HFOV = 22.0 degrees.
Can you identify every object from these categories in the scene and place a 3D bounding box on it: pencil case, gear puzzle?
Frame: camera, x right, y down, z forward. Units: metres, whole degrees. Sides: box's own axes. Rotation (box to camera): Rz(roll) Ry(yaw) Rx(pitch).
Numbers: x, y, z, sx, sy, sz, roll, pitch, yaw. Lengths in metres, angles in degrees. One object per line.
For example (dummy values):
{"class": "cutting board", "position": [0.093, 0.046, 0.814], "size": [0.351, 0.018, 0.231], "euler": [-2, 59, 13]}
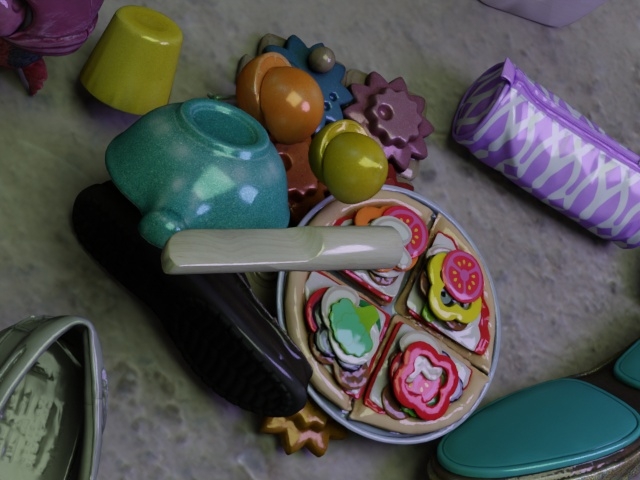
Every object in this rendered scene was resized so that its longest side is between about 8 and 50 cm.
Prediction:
{"class": "pencil case", "position": [0.210, -0.071, 1.388], "size": [0.206, 0.088, 0.086], "euler": [29, 58, -18]}
{"class": "gear puzzle", "position": [0.000, 0.000, 1.263], "size": [0.175, 0.044, 0.339], "euler": [21, 63, -23]}

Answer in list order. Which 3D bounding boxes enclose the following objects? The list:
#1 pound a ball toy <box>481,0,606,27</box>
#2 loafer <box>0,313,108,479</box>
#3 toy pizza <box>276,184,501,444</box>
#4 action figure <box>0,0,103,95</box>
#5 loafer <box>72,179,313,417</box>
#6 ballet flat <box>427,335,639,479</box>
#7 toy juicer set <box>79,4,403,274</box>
{"class": "pound a ball toy", "position": [0.241, -0.272, 1.338], "size": [0.136, 0.319, 0.208], "euler": [16, 65, -25]}
{"class": "loafer", "position": [-0.204, 0.194, 1.029], "size": [0.112, 0.111, 0.319], "euler": [19, 64, -24]}
{"class": "toy pizza", "position": [0.059, 0.052, 1.240], "size": [0.201, 0.032, 0.201], "euler": [9, 73, -29]}
{"class": "action figure", "position": [-0.169, -0.240, 1.081], "size": [0.276, 0.370, 0.248], "euler": [24, 42, 17]}
{"class": "loafer", "position": [-0.078, 0.030, 1.174], "size": [0.220, 0.080, 0.078], "euler": [48, 52, 1]}
{"class": "ballet flat", "position": [0.236, 0.153, 1.313], "size": [0.348, 0.123, 0.123], "euler": [-26, 87, -29]}
{"class": "toy juicer set", "position": [-0.047, -0.036, 1.138], "size": [0.209, 0.089, 0.329], "euler": [13, 30, -24]}
